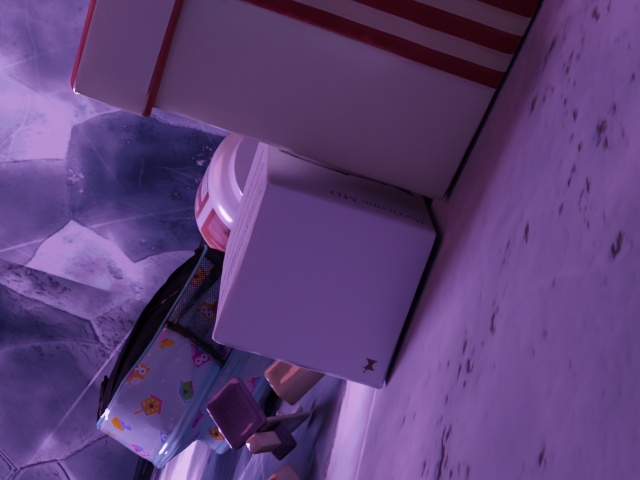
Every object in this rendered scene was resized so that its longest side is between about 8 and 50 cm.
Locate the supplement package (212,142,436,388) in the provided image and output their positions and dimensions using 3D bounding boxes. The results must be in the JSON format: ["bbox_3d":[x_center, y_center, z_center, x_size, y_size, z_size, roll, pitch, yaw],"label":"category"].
[{"bbox_3d":[0.000,0.000,0.817,0.179,0.105,0.105,-97,25,-71],"label":"supplement package"}]

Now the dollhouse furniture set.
[{"bbox_3d":[-0.001,0.118,0.935,0.114,0.091,0.081,-46,-25,22],"label":"dollhouse furniture set"}]

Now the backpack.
[{"bbox_3d":[-0.119,0.122,1.210,0.188,0.144,0.166,-51,0,-23],"label":"backpack"}]

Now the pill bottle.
[{"bbox_3d":[-0.051,-0.047,1.239,0.216,0.121,0.121,142,145,-76],"label":"pill bottle"}]

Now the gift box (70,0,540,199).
[{"bbox_3d":[-0.002,-0.221,0.753,0.255,0.258,0.276,-86,14,-59],"label":"gift box"}]
